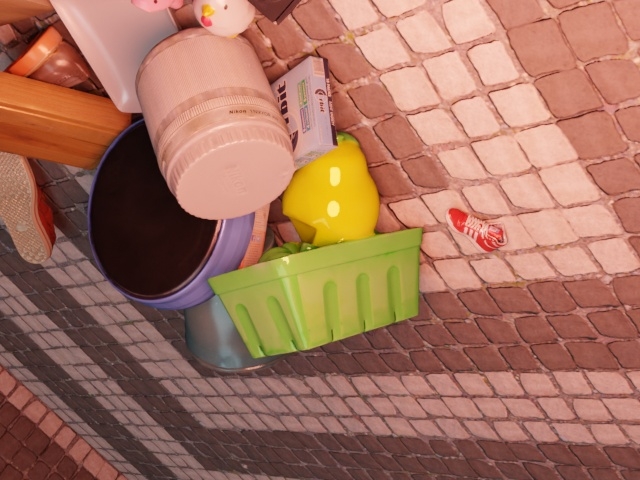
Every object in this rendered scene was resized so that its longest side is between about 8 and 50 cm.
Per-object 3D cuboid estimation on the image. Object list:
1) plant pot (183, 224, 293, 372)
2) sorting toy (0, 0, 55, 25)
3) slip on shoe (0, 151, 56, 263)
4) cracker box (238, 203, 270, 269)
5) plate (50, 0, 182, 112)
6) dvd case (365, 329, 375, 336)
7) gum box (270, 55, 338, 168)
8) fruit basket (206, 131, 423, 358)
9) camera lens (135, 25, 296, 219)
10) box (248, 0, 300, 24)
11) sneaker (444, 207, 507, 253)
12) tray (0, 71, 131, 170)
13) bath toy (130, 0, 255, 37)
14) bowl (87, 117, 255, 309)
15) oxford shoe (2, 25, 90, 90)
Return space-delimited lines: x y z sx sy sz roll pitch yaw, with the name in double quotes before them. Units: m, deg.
"plant pot" -0.175 0.098 2.015 0.272 0.271 0.255 14 128 26
"sorting toy" -0.655 -0.441 1.687 0.256 0.257 0.089 -13 94 12
"slip on shoe" -0.741 -0.099 2.350 0.123 0.101 0.331 -2 125 11
"cracker box" -0.179 -0.067 1.827 0.156 0.232 0.067 10 -178 31
"plate" -0.334 -0.358 1.734 0.278 0.045 0.277 5 137 36
"dvd case" 0.057 0.116 2.041 0.165 0.018 0.221 25 146 12
"gum box" -0.046 -0.205 1.604 0.041 0.156 0.184 3 164 -35
"fruit basket" 0.000 0.000 1.711 0.283 0.392 0.392 -16 123 48
"camera lens" -0.178 -0.200 1.562 0.219 0.220 0.274 100 153 -54
"box" -0.117 -0.529 1.293 0.395 0.097 0.318 41 143 -12
"sneaker" 0.279 -0.024 1.658 0.118 0.042 0.067 37 151 -20
"tray" -0.609 -0.245 1.868 0.411 0.076 0.203 11 154 -33
"bath toy" -0.269 -0.427 1.490 0.348 0.151 0.129 25 167 8
"bowl" -0.301 -0.060 1.819 0.391 0.390 0.077 7 179 34
"oxford shoe" -0.601 -0.308 1.948 0.133 0.130 0.364 41 146 -23
